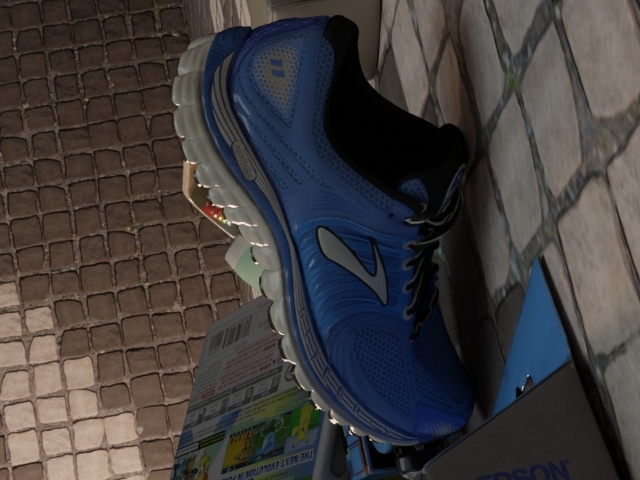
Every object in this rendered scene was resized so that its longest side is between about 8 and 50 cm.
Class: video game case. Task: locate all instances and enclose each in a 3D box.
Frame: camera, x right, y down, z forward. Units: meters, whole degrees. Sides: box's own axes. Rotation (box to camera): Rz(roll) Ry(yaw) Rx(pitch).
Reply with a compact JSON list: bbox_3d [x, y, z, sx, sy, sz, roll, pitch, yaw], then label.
[{"bbox_3d":[-0.056,0.178,1.153,0.329,0.036,0.300,-30,41,53],"label":"video game case"}]

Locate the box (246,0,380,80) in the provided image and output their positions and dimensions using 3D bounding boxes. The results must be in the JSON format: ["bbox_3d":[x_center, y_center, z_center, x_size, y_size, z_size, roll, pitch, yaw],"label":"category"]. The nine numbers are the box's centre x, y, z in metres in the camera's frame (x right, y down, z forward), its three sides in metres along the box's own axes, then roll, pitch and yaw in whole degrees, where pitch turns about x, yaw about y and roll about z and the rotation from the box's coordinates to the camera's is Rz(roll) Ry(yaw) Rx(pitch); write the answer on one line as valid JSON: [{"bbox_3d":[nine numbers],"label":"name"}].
[{"bbox_3d":[-0.026,-0.264,1.061,0.113,0.094,0.275,91,166,-56],"label":"box"}]

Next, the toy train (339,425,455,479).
[{"bbox_3d":[0.049,0.104,0.976,0.105,0.080,0.184,131,129,-63],"label":"toy train"}]

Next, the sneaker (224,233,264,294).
[{"bbox_3d":[0.000,0.000,1.333,0.151,0.094,0.256,45,143,7],"label":"sneaker"}]

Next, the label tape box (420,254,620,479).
[{"bbox_3d":[0.106,0.215,0.669,0.240,0.106,0.333,92,165,-55],"label":"label tape box"}]

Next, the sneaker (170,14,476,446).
[{"bbox_3d":[0.036,0.002,0.795,0.330,0.147,0.130,61,-152,-27],"label":"sneaker"}]

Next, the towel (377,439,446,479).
[{"bbox_3d":[0.023,0.259,1.040,0.237,0.021,0.102,-38,46,29],"label":"towel"}]

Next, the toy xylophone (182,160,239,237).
[{"bbox_3d":[-0.062,-0.122,1.292,0.081,0.236,0.322,36,174,1],"label":"toy xylophone"}]
